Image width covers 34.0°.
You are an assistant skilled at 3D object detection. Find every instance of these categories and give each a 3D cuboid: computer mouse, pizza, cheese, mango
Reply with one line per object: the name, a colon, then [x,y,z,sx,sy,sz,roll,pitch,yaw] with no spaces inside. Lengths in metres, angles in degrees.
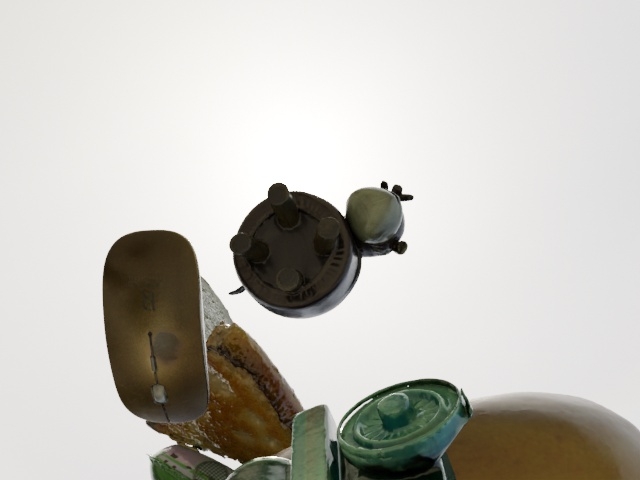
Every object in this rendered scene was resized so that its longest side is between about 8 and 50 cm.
computer mouse: [-0.161,0.088,1.037,0.102,0.199,0.045,-1,-171,13]
pizza: [-0.104,0.255,1.449,0.074,0.251,0.288,-45,180,-41]
cheese: [-0.118,0.346,1.378,0.320,0.204,0.083,14,-111,46]
mango: [0.125,0.273,1.027,0.445,0.300,0.232,-3,-109,-8]

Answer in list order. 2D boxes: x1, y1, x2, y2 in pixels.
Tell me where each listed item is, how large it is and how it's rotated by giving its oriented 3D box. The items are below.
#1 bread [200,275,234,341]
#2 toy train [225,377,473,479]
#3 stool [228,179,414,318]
bread: [-0.220,0.117,1.667,0.070,0.236,0.236,-38,-140,11]
toy train: [0.004,0.177,0.479,0.194,0.120,0.298,-21,-164,6]
stool: [0.000,0.000,1.057,0.217,0.121,0.125,-23,-110,-2]
